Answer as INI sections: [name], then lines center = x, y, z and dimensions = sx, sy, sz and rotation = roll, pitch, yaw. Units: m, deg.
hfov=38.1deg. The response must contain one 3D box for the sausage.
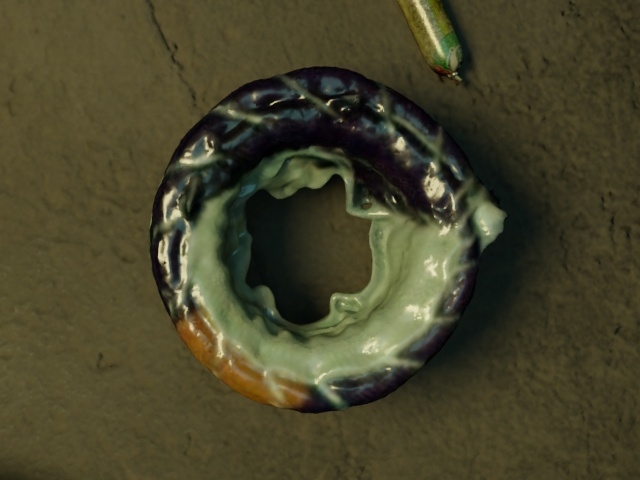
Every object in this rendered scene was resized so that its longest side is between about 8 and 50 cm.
[sausage]
center = 0.050, -0.241, 0.708
dimensions = 0.033, 0.033, 0.269
rotation = -25, 93, -6

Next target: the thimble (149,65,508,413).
[thimble]
center = 0.000, 0.000, 0.647
dimensions = 0.237, 0.150, 0.237
rotation = 0, 88, -8
